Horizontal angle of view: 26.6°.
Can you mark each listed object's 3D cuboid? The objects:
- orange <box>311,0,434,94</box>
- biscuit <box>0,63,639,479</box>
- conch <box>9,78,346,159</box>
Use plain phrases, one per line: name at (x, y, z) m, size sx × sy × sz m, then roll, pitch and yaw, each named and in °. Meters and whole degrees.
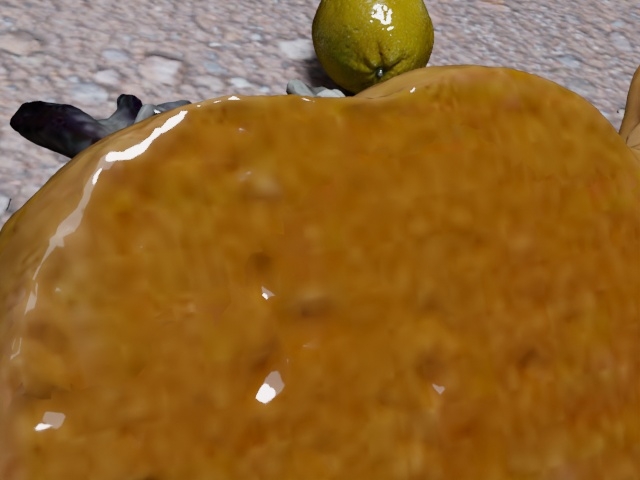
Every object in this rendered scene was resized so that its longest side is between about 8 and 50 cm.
orange at (0.035, -0.137, 0.911) m, size 0.085 × 0.085 × 0.095 m, roll 9°, pitch 39°, yaw -6°
biscuit at (0.076, 0.113, 0.406) m, size 0.455 × 0.078 × 0.349 m, roll -13°, pitch 81°, yaw -31°
conch at (0.004, 0.004, 0.596) m, size 0.313 × 0.186 × 0.240 m, roll 1°, pitch 23°, yaw 17°
